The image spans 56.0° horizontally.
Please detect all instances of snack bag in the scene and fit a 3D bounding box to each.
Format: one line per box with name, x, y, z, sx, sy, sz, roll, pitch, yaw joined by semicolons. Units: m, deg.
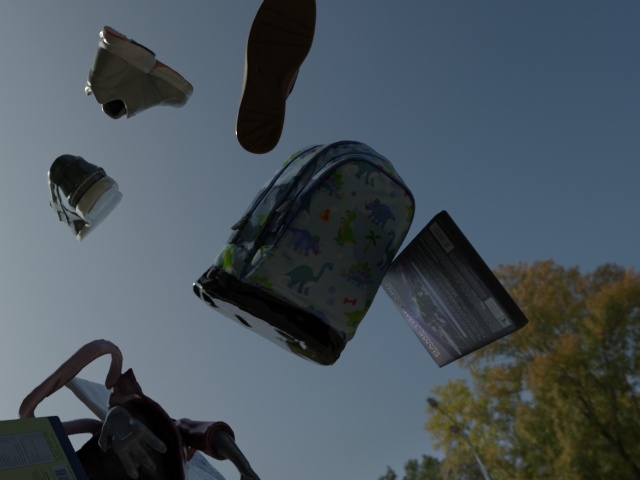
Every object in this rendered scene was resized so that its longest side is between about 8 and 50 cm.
snack bag;-0.340;0.388;1.207;0.037;0.342;0.323;-49;-15;-13

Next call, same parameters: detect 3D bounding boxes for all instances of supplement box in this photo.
supplement box;-0.172;0.144;0.313;0.056;0.083;0.083;-48;-28;12

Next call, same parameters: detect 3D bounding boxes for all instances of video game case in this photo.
video game case;0.194;0.090;0.962;0.026;0.196;0.274;-30;-13;-23

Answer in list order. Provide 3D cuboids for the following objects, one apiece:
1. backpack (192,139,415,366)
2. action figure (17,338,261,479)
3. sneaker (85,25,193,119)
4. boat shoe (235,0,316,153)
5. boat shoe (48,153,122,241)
backpack;0.000;0.000;1.036;0.290;0.355;0.273;36;-24;-21
action figure;-0.241;0.292;0.761;0.248;0.276;0.370;-37;-4;-7
sneaker;-0.303;-0.249;0.985;0.121;0.099;0.262;-59;-11;3
boat shoe;-0.100;-0.346;1.215;0.123;0.123;0.342;11;-80;-15
boat shoe;-0.438;-0.079;1.104;0.099;0.319;0.116;41;-110;-10
